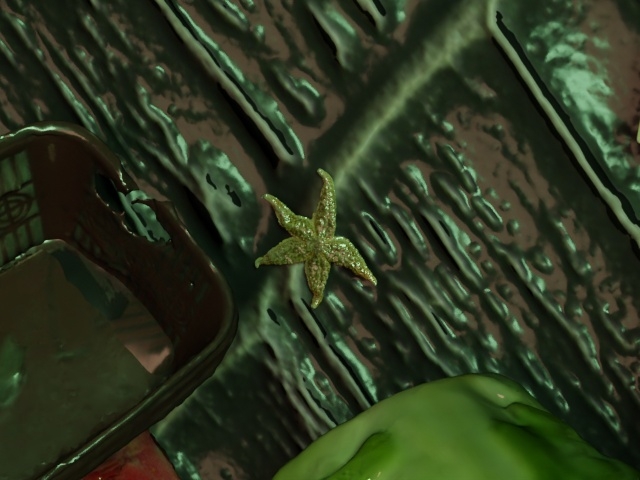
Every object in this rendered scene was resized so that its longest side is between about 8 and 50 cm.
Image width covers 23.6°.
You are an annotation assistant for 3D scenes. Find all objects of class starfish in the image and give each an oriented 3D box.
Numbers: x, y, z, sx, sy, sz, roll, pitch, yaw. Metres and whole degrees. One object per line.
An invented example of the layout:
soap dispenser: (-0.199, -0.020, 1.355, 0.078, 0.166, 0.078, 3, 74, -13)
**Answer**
starfish: (0.000, 0.000, 0.995, 0.086, 0.016, 0.092, 13, 102, 14)

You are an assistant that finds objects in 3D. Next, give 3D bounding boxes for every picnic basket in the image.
picnic basket: (-0.216, 0.079, 0.951, 0.222, 0.297, 0.129, 48, 155, 11)

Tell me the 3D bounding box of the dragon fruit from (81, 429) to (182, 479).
dragon fruit: (-0.174, 0.260, 1.043, 0.163, 0.189, 0.262, 38, 117, 41)

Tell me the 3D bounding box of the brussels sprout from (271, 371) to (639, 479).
brussels sprout: (0.119, 0.257, 0.863, 0.275, 0.315, 0.371, -31, 80, 6)

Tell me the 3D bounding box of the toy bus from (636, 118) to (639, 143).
toy bus: (0.295, -0.075, 0.849, 0.226, 0.074, 0.081, 9, 104, 17)
